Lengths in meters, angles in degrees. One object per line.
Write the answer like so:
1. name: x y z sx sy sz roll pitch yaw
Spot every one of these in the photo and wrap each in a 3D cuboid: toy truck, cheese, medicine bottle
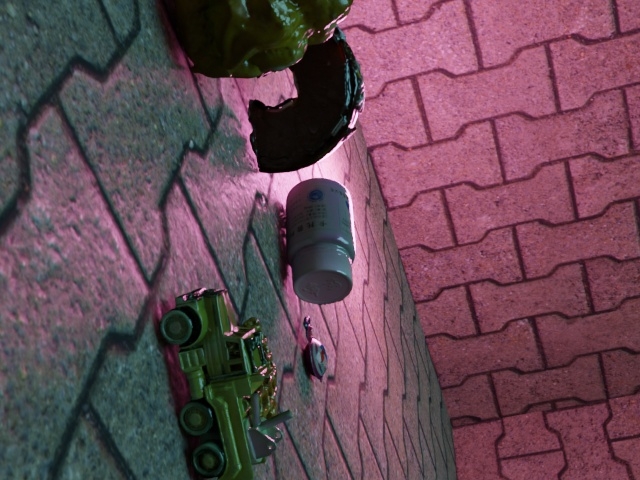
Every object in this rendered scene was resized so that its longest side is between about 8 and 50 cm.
1. toy truck: -0.120 0.188 1.200 0.128 0.135 0.260 -22 96 -78
2. cheese: -0.014 0.231 1.870 0.095 0.038 0.145 -70 147 -68
3. medicine bottle: 0.000 0.000 1.906 0.152 0.151 0.255 64 17 -47

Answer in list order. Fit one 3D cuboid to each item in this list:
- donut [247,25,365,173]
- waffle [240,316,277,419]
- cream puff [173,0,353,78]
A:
1. donut: -0.035 -0.322 1.821 0.136 0.259 0.345 -5 81 -70
2. waffle: -0.105 0.220 1.435 0.194 0.051 0.149 -89 164 -46
3. cream puff: -0.112 -0.407 1.478 0.257 0.324 0.291 -62 142 -23
